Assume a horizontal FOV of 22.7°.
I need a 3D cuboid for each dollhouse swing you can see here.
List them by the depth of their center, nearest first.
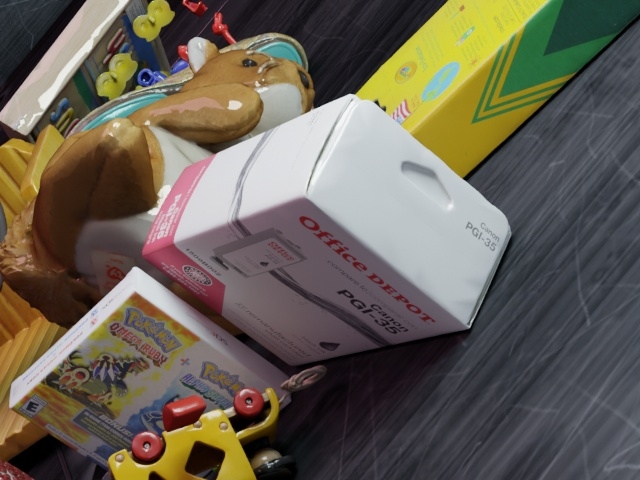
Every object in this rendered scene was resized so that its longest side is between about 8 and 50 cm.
[{"bbox_3d":[-0.441,0.097,2.078,0.347,0.315,0.305,-34,9,35],"label":"dollhouse swing"}]

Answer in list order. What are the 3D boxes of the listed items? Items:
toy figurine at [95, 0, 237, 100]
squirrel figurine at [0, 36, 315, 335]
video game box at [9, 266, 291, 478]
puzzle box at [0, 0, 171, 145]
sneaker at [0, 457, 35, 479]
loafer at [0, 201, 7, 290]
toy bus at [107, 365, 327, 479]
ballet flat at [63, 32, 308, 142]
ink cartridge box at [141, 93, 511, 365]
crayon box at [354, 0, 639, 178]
[{"bbox_3d":[-0.223,-0.158,2.307,0.362,0.191,0.217,-57,-8,2],"label":"toy figurine"},{"bbox_3d":[-0.182,-0.073,1.863,0.397,0.281,0.370,-27,25,40],"label":"squirrel figurine"},{"bbox_3d":[-0.163,0.148,1.547,0.187,0.205,0.048,-44,27,18],"label":"video game box"},{"bbox_3d":[-0.330,-0.201,2.339,0.272,0.052,0.409,-55,-11,-11],"label":"puzzle box"},{"bbox_3d":[-0.368,0.320,1.821,0.092,0.088,0.225,-49,22,6],"label":"sneaker"},{"bbox_3d":[-0.508,0.087,2.011,0.134,0.130,0.366,31,102,44],"label":"loafer"},{"bbox_3d":[-0.092,0.211,1.439,0.202,0.191,0.104,-38,68,30],"label":"toy bus"},{"bbox_3d":[-0.179,-0.173,2.110,0.349,0.123,0.123,-28,21,-6],"label":"ballet flat"},{"bbox_3d":[0.000,0.000,1.460,0.283,0.207,0.117,-18,40,54],"label":"ink cartridge box"},{"bbox_3d":[0.173,-0.192,1.602,0.318,0.081,0.202,-43,23,17],"label":"crayon box"}]
